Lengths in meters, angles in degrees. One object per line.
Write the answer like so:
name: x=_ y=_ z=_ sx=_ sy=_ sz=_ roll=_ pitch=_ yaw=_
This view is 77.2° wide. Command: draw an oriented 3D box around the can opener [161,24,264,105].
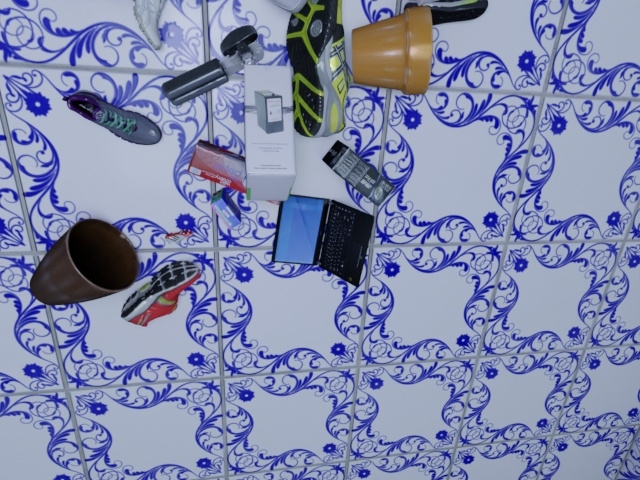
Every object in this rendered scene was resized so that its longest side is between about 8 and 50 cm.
can opener: x=-0.273 y=-0.440 z=1.025 sx=0.281 sy=0.074 sz=0.093 roll=-30 pitch=80 yaw=0

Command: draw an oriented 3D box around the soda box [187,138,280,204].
soda box: x=-0.225 y=-0.188 z=1.116 sx=0.264 sy=0.092 sz=0.083 roll=20 pitch=106 yaw=-18

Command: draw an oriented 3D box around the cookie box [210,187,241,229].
cookie box: x=-0.267 y=-0.092 z=1.140 sx=0.040 sy=0.107 sz=0.091 roll=-32 pitch=114 yaw=3

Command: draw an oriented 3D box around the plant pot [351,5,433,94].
plant pot: x=0.175 y=-0.478 z=1.030 sx=0.188 sy=0.205 sz=0.204 roll=-2 pitch=113 yaw=6

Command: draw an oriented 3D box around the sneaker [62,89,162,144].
sneaker: x=-0.520 y=-0.298 z=1.008 sx=0.224 sy=0.098 sz=0.083 roll=22 pitch=107 yaw=-19

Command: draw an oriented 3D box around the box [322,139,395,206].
box: x=0.106 y=-0.194 z=1.150 sx=0.180 sy=0.147 sz=0.077 roll=35 pitch=101 yaw=-23

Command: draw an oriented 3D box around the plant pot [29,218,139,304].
plant pot: x=-0.668 y=0.086 z=1.098 sx=0.231 sy=0.215 sz=0.215 roll=-27 pitch=116 yaw=16

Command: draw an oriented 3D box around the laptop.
laptop: x=0.000 y=0.000 z=1.215 sx=0.137 sy=0.265 sz=0.234 roll=-13 pitch=122 yaw=-46

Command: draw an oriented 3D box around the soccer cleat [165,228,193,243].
soccer cleat: x=-0.418 y=-0.010 z=1.190 sx=0.084 sy=0.029 sz=0.035 roll=-10 pitch=123 yaw=-3

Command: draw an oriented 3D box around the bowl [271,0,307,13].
bowl: x=-0.066 y=-0.625 z=0.962 sx=0.142 sy=0.053 sz=0.142 roll=41 pitch=104 yaw=16

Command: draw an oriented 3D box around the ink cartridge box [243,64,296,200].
ink cartridge box: x=-0.130 y=-0.255 z=0.989 sx=0.115 sy=0.198 sz=0.272 roll=-1 pitch=78 yaw=-11

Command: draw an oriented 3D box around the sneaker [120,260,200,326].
sneaker: x=-0.472 y=0.166 z=1.229 sx=0.279 sy=0.107 sz=0.118 roll=-34 pitch=133 yaw=7

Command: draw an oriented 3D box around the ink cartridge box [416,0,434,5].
ink cartridge box: x=0.286 y=-0.708 z=0.964 sx=0.159 sy=0.092 sz=0.217 roll=-18 pitch=91 yaw=-3

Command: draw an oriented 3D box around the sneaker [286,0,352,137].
sneaker: x=0.006 y=-0.463 z=1.045 sx=0.147 sy=0.145 sz=0.383 roll=-10 pitch=110 yaw=-49

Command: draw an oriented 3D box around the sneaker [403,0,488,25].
sneaker: x=0.329 y=-0.637 z=1.062 sx=0.235 sy=0.084 sz=0.097 roll=-7 pitch=90 yaw=-9

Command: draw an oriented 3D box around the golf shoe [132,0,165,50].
golf shoe: x=-0.400 y=-0.549 z=0.948 sx=0.086 sy=0.069 sz=0.176 roll=-19 pitch=116 yaw=-10
